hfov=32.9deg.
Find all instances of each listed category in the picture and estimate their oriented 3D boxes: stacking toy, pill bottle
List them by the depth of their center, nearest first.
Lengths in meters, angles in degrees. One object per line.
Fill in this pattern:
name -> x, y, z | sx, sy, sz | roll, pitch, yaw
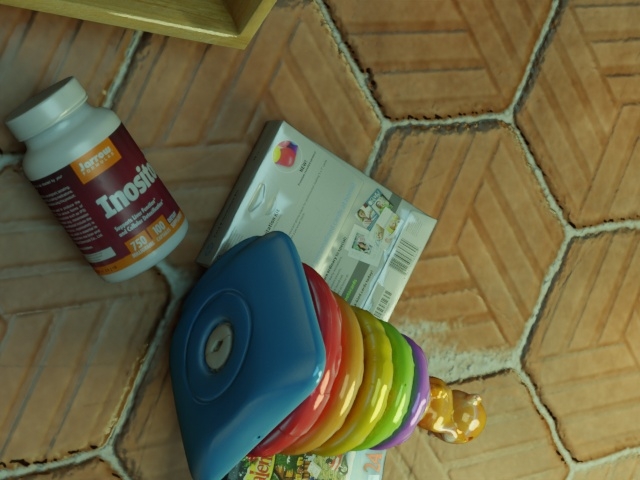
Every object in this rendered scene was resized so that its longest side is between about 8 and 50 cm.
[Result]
pill bottle -> -0.178, -0.049, 0.855 | 0.086, 0.086, 0.152 | -40, 111, -19
stacking toy -> 0.034, 0.124, 0.930 | 0.301, 0.166, 0.175 | 20, 126, -34

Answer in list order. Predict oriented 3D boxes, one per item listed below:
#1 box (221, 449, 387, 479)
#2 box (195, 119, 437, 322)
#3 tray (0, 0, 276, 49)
box -> -0.030, 0.272, 0.988 | 0.159, 0.044, 0.233 | 9, 91, -28
box -> 0.000, 0.000, 0.981 | 0.186, 0.038, 0.145 | 30, 81, -28
tray -> -0.181, -0.257, 0.731 | 0.410, 0.203, 0.076 | 4, 49, -40
